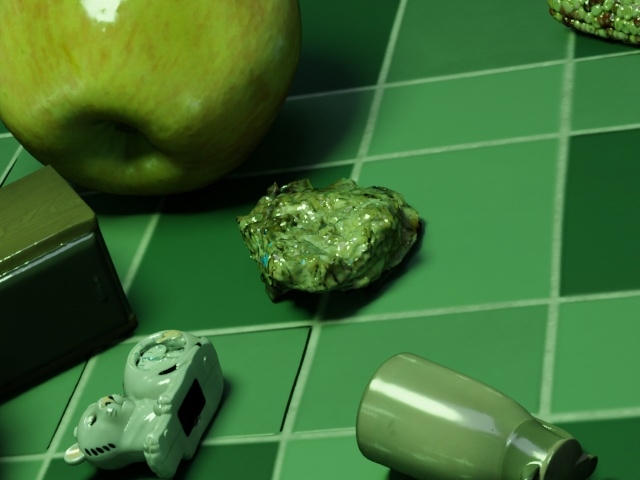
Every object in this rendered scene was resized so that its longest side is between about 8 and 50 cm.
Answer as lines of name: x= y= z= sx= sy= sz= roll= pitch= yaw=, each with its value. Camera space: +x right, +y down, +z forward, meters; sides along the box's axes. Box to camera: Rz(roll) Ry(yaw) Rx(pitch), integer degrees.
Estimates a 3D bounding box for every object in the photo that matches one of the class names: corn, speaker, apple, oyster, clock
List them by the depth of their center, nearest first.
clock: x=-0.174 y=0.159 z=1.612 sx=0.117 sy=0.080 sz=0.176 roll=-1 pitch=37 yaw=24
speaker: x=-0.349 y=0.052 z=1.783 sx=0.231 sy=0.153 sz=0.192 roll=-28 pitch=35 yaw=-17
oyster: x=-0.001 y=-0.009 z=1.786 sx=0.198 sy=0.092 sz=0.259 roll=5 pitch=35 yaw=24
apple: x=-0.214 y=-0.233 z=1.962 sx=0.391 sy=0.391 sz=0.346 roll=-2 pitch=50 yaw=22
corn: x=0.404 y=-0.284 z=2.017 sx=0.280 sy=0.092 sz=0.092 roll=22 pitch=48 yaw=41

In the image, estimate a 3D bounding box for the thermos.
thermos: x=0.147 y=0.173 z=1.443 sx=0.193 sy=0.105 sz=0.137 roll=17 pitch=14 yaw=36
